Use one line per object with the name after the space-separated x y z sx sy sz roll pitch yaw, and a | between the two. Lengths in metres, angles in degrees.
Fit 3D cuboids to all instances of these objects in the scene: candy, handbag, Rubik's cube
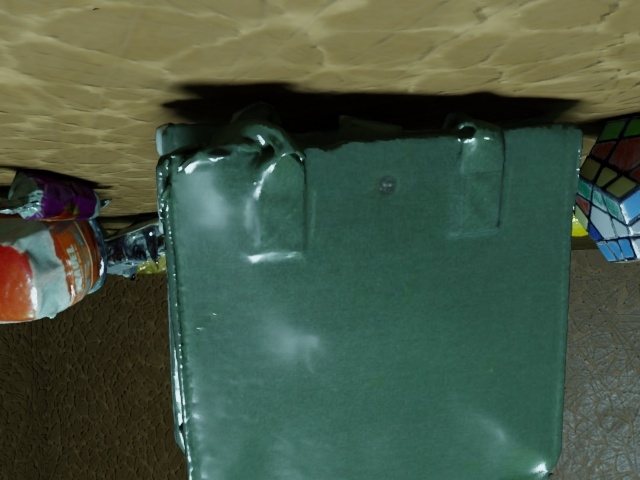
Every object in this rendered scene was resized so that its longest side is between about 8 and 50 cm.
-0.241 -0.038 0.685 0.045 0.043 0.175 1 -179 13 | candy
0.030 0.045 0.469 0.247 0.260 0.079 -4 -157 -11 | handbag
0.220 -0.033 0.492 0.111 0.111 0.093 0 148 -22 | Rubik's cube

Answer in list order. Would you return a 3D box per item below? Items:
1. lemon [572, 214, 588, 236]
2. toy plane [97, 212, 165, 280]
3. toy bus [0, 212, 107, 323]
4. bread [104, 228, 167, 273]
0.241 -0.034 0.716 0.062 0.062 0.083 -2 176 19 | lemon
-0.263 0.009 1.035 0.262 0.088 0.192 -4 174 39 | toy plane
-0.359 0.024 0.772 0.265 0.121 0.120 -1 -160 12 | toy bus
-0.365 0.019 1.237 0.367 0.077 0.084 1 174 -44 | bread
